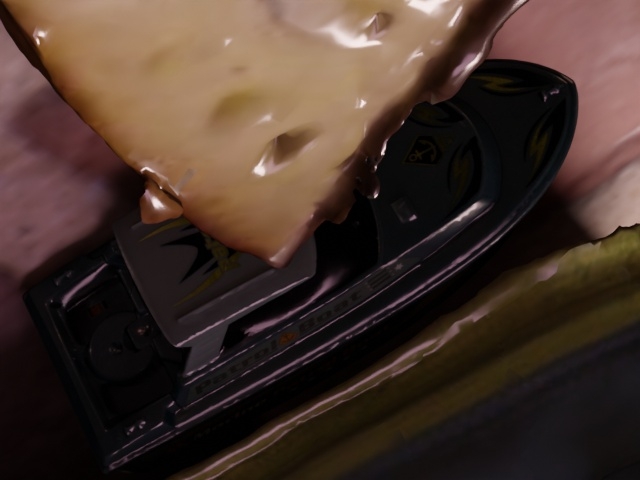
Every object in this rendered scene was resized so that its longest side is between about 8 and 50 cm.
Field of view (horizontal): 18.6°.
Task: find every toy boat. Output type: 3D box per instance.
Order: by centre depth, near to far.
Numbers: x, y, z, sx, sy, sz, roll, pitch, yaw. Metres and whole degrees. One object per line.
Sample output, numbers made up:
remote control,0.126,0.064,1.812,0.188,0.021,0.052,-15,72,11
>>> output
toy boat,0.000,0.000,0.466,0.141,0.055,0.060,-30,154,4

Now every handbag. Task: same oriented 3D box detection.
handbag,0.050,0.155,0.506,0.263,0.241,0.222,-32,167,3

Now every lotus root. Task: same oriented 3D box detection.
lotus root,-0.005,-0.102,0.306,0.170,0.074,0.260,6,135,-41
